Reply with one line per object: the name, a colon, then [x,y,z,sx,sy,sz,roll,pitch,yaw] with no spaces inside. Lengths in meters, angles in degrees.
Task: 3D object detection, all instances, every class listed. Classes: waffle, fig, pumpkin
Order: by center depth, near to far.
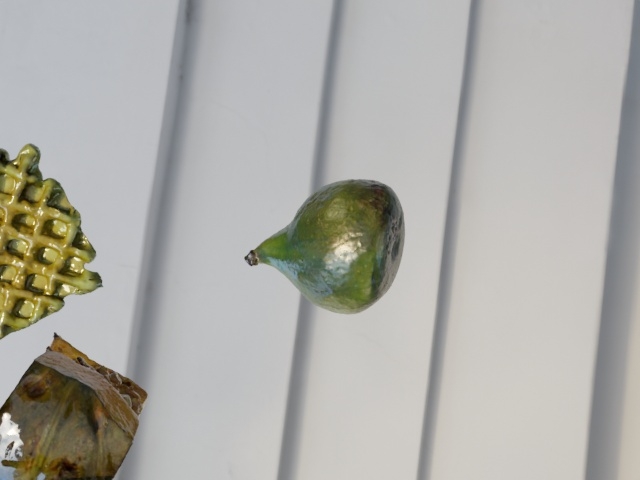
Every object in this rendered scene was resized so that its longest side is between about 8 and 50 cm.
waffle: [-0.376,0.007,0.860,0.223,0.204,0.054,-28,-169,-4]
fig: [0.000,0.000,1.122,0.235,0.203,0.203,8,176,19]
pumpkin: [-0.423,0.310,1.260,0.225,0.256,0.303,30,-178,-6]
